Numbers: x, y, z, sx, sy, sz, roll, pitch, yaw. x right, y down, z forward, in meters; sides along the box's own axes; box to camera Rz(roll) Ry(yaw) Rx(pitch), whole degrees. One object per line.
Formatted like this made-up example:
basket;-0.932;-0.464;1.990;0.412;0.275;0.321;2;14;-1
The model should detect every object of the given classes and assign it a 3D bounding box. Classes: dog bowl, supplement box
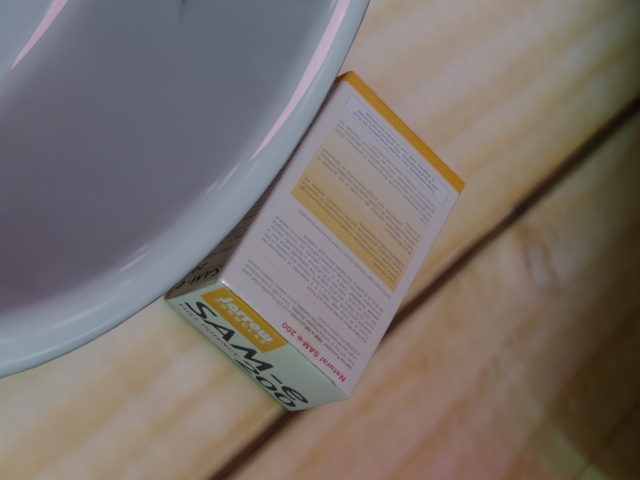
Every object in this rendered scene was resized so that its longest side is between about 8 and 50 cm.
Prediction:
dog bowl;-0.096;-0.123;0.387;0.348;0.102;0.349;-27;125;-47
supplement box;0.000;0.000;0.561;0.062;0.036;0.098;44;56;-19
